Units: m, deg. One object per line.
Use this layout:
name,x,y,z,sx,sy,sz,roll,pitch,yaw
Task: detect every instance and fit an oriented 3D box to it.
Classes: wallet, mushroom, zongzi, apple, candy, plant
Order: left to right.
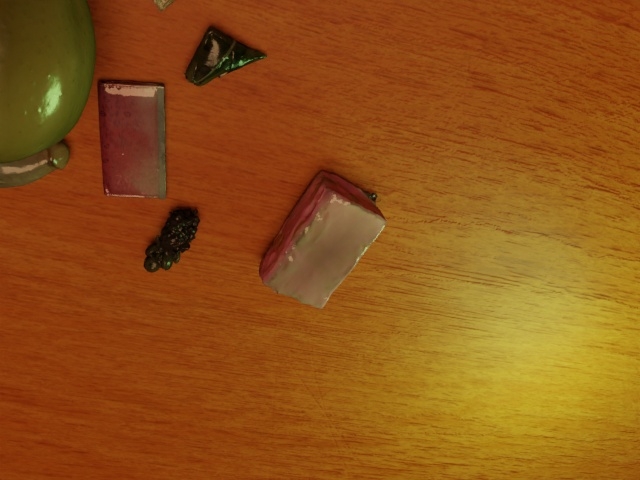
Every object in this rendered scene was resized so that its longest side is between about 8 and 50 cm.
apple,-0.506,-0.294,0.960,0.357,0.357,0.357,-4,123,-6
mushroom,-0.596,-0.147,1.182,0.270,0.103,0.118,6,126,-24
wallet,-0.350,-0.183,1.233,0.119,0.025,0.232,2,122,-10
plant,-0.303,0.007,1.334,0.087,0.085,0.174,48,114,11
zongzi,-0.170,-0.307,1.169,0.119,0.055,0.109,19,120,-32
candy,0.000,0.000,1.354,0.155,0.116,0.265,24,118,-25

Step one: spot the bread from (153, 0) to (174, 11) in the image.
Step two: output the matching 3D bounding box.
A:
bread,-0.264,-0.429,1.084,0.070,0.035,0.083,-32,118,11
